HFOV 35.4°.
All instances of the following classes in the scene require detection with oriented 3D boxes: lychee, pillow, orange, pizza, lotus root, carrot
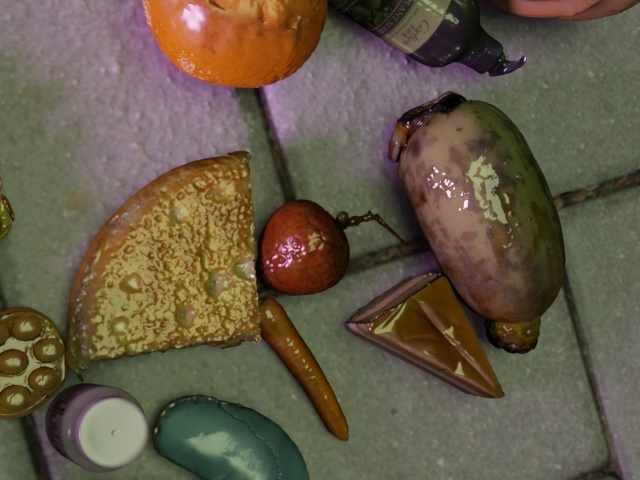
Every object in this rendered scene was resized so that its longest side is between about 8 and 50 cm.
[{"bbox_3d":[-0.006,0.001,1.072,0.140,0.101,0.114,-49,139,-14],"label":"lychee"},{"bbox_3d":[-0.114,0.274,1.005,0.214,0.086,0.233,44,68,-8],"label":"pillow"},{"bbox_3d":[-0.089,-0.247,1.031,0.193,0.161,0.193,8,69,-20],"label":"orange"},{"bbox_3d":[-0.139,0.038,1.032,0.197,0.058,0.292,38,72,-14],"label":"pizza"},{"bbox_3d":[0.193,-0.021,1.140,0.173,0.173,0.309,-28,98,-24],"label":"lotus root"},{"bbox_3d":[-0.016,0.142,1.088,0.037,0.037,0.190,-38,101,-23],"label":"carrot"}]

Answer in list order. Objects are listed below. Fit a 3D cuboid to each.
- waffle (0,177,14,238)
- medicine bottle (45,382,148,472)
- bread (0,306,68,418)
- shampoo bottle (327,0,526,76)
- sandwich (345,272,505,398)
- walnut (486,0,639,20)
[{"bbox_3d":[-0.434,-0.027,0.901,0.302,0.068,0.325,14,83,-21],"label":"waffle"},{"bbox_3d":[-0.208,0.175,0.941,0.079,0.140,0.079,3,83,-24],"label":"medicine bottle"},{"bbox_3d":[-0.298,0.117,0.970,0.110,0.024,0.110,2,85,-24],"label":"bread"},{"bbox_3d":[0.106,-0.268,1.149,0.284,0.101,0.101,29,74,-19],"label":"shampoo bottle"},{"bbox_3d":[0.115,0.133,1.125,0.113,0.079,0.163,-30,99,-22],"label":"sandwich"},{"bbox_3d":[0.281,-0.390,1.155,0.296,0.285,0.285,5,82,-45],"label":"walnut"}]
